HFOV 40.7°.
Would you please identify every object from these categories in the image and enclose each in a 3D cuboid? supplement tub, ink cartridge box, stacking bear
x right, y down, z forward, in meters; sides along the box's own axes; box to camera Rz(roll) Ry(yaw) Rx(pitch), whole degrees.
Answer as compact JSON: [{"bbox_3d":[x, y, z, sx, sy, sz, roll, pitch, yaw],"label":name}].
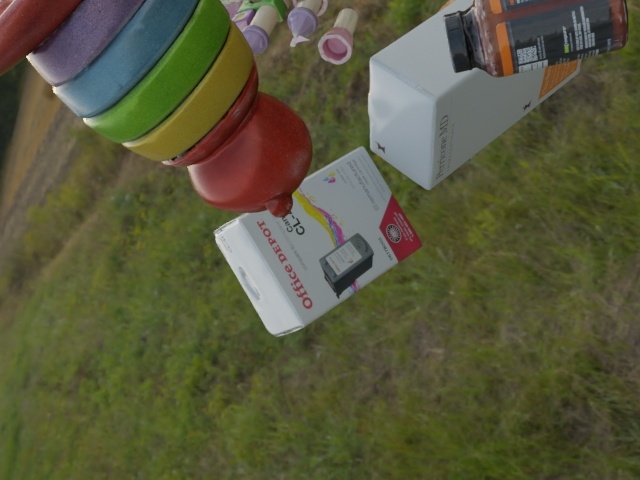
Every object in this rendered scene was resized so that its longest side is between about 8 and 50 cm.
[{"bbox_3d":[0.245,-0.250,0.997,0.106,0.197,0.106,-11,-90,-78],"label":"supplement tub"},{"bbox_3d":[0.000,0.000,1.560,0.226,0.306,0.131,59,148,-2],"label":"ink cartridge box"},{"bbox_3d":[-0.126,-0.131,0.735,0.164,0.289,0.175,-34,33,25],"label":"stacking bear"}]

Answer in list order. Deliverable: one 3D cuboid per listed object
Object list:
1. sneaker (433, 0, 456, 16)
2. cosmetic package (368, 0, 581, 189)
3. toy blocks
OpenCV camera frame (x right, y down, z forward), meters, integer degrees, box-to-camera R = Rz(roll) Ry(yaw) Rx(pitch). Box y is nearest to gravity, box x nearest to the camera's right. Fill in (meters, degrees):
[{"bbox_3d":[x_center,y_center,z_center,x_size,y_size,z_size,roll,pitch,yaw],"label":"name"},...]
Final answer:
[{"bbox_3d":[0.269,-0.394,1.824,0.099,0.121,0.262,-50,-11,-37],"label":"sneaker"},{"bbox_3d":[0.301,-0.323,1.594,0.161,0.453,0.230,39,154,29],"label":"cosmetic package"},{"bbox_3d":[-0.122,-0.424,1.596,0.288,0.309,0.260,-7,41,27],"label":"toy blocks"}]
